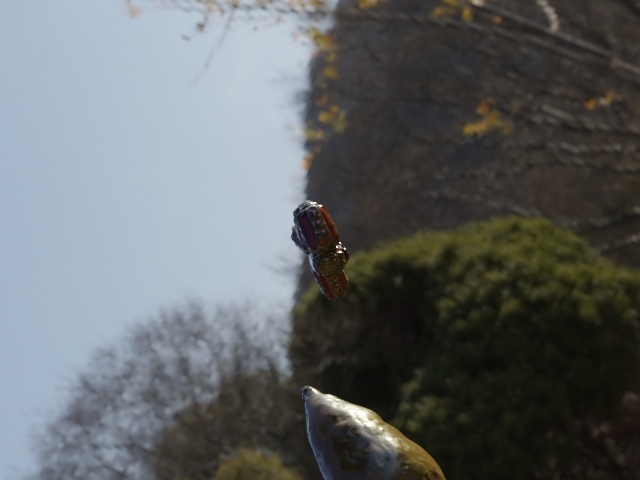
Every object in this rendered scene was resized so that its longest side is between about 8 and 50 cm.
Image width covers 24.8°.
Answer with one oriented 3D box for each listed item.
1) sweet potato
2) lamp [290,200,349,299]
[{"bbox_3d":[0.067,0.198,1.085,0.075,0.269,0.075,-38,-25,-21],"label":"sweet potato"},{"bbox_3d":[0.000,0.000,0.937,0.031,0.063,0.083,-26,-19,-3],"label":"lamp"}]
